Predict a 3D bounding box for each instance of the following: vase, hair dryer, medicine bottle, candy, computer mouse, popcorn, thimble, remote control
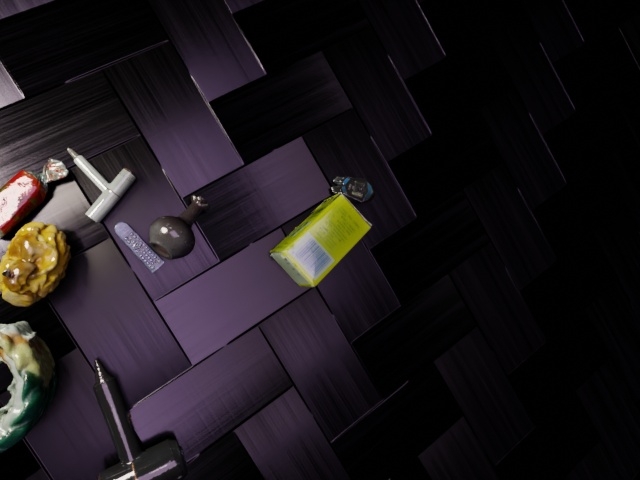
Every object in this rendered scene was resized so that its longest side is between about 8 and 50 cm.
[{"bbox_3d":[-0.358,-0.041,1.199,0.120,0.120,0.183,38,61,-11],"label":"vase"},{"bbox_3d":[-0.590,-0.156,1.172,0.183,0.044,0.155,35,74,-7],"label":"hair dryer"},{"bbox_3d":[0.000,0.000,1.290,0.250,0.137,0.141,-44,97,-17],"label":"medicine bottle"},{"bbox_3d":[-0.733,-0.089,1.104,0.086,0.059,0.292,42,73,-9],"label":"candy"},{"bbox_3d":[0.097,-0.149,1.384,0.134,0.047,0.079,15,68,-4],"label":"computer mouse"},{"bbox_3d":[-0.665,0.063,1.074,0.140,0.163,0.194,24,45,-33],"label":"popcorn"},{"bbox_3d":[-0.726,0.316,1.010,0.254,0.167,0.289,21,79,-15],"label":"thimble"},{"bbox_3d":[-0.470,0.014,1.196,0.043,0.027,0.153,-44,100,-23],"label":"remote control"},{"bbox_3d":[-0.466,0.447,1.123,0.188,0.107,0.353,-20,85,-21],"label":"hair dryer"}]
